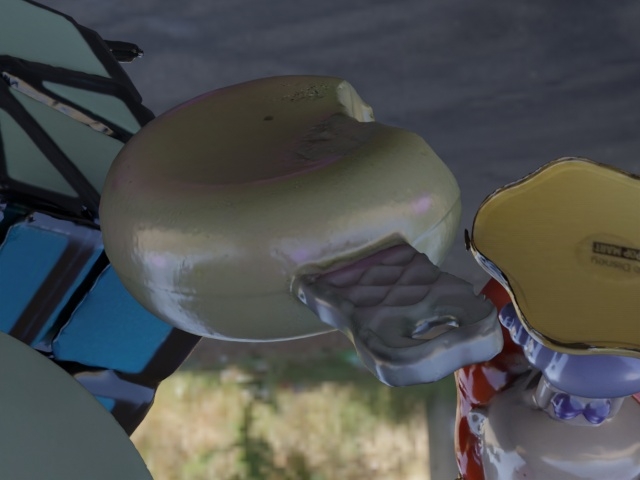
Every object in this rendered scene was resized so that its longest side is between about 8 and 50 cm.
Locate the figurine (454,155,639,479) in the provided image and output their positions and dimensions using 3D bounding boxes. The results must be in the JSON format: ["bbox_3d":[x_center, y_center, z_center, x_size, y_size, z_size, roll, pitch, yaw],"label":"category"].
[{"bbox_3d":[0.165,0.081,1.025,0.181,0.208,0.257,-18,143,-22],"label":"figurine"}]

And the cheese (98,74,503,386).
[{"bbox_3d":[0.000,0.000,0.737,0.163,0.082,0.286,-23,-153,-17],"label":"cheese"}]

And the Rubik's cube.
[{"bbox_3d":[-0.265,0.006,0.981,0.288,0.293,0.283,20,118,-42],"label":"Rubik's cube"}]

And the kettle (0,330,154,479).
[{"bbox_3d":[-0.233,0.188,0.638,0.265,0.205,0.318,1,148,-39],"label":"kettle"}]

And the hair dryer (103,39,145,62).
[{"bbox_3d":[-0.296,-0.219,1.274,0.359,0.303,0.120,15,-158,8],"label":"hair dryer"}]
